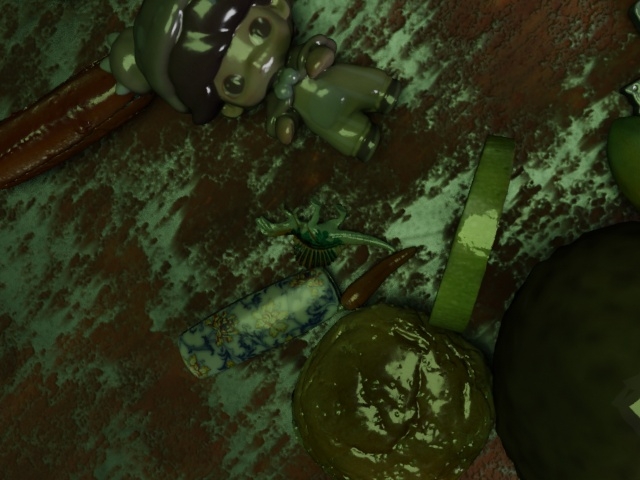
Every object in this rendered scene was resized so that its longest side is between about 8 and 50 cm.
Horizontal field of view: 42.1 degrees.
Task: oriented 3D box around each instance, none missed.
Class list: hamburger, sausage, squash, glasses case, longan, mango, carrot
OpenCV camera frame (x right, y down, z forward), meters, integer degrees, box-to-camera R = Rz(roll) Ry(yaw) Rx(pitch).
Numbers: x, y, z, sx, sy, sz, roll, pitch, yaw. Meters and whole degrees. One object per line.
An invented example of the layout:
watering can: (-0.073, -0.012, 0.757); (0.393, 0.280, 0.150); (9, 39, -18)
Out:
hamburger: (0.095, 0.231, 1.145); (0.265, 0.134, 0.285); (33, 100, 3)
sausage: (-0.380, -0.164, 1.202); (0.330, 0.102, 0.102); (-27, 92, 12)
squash: (0.190, -0.014, 1.036); (0.048, 0.252, 0.252); (15, 100, 9)
glasses case: (-0.088, 0.117, 1.197); (0.247, 0.065, 0.087); (-25, 97, 10)
longan: (0.396, 0.174, 0.977); (0.390, 0.391, 0.392); (1, 97, 10)
mango: (0.467, -0.068, 1.053); (0.237, 0.091, 0.137); (26, 127, 16)
carrot: (0.077, 0.053, 1.166); (0.142, 0.035, 0.035); (-41, 89, -8)

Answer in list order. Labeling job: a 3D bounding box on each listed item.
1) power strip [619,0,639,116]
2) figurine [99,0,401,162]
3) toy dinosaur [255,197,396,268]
power strip: (0.459, -0.213, 1.057); (0.145, 0.061, 0.216); (-31, 90, 12)
figurine: (-0.081, -0.242, 1.098); (0.380, 0.203, 0.248); (26, 108, -5)
toy dinosaur: (0.001, -0.001, 1.184); (0.187, 0.044, 0.106); (32, 115, -8)
